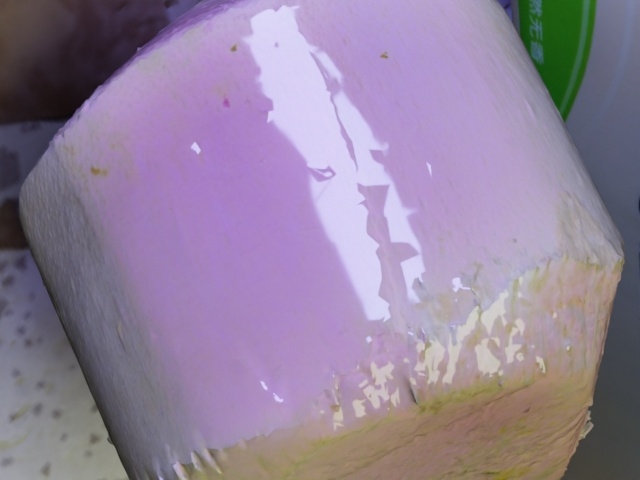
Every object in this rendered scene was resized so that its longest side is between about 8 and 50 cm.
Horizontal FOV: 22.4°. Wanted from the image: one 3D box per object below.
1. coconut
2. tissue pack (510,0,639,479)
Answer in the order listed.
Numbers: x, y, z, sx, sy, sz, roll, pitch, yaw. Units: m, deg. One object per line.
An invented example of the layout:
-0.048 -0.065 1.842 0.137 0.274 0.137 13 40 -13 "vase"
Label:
0.000 0.000 0.686 0.233 0.245 0.233 -18 151 -10 "coconut"
0.264 0.011 0.854 0.205 0.331 0.405 -26 123 -27 "tissue pack"
